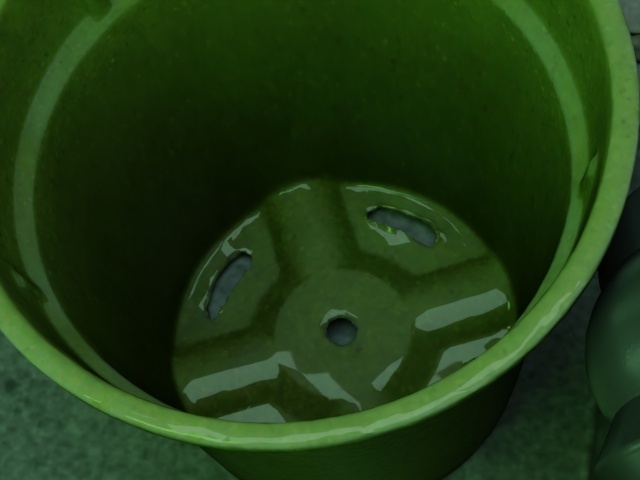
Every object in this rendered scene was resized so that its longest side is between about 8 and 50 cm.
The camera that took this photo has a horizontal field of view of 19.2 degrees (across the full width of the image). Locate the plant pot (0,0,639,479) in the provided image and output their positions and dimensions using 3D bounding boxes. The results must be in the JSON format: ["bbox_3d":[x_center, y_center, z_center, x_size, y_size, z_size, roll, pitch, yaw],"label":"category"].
[{"bbox_3d":[0.000,0.000,0.844,0.276,0.254,0.276,-3,65,6],"label":"plant pot"}]

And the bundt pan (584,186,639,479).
[{"bbox_3d":[0.228,0.083,0.781,0.124,0.331,0.331,-28,57,40],"label":"bundt pan"}]
